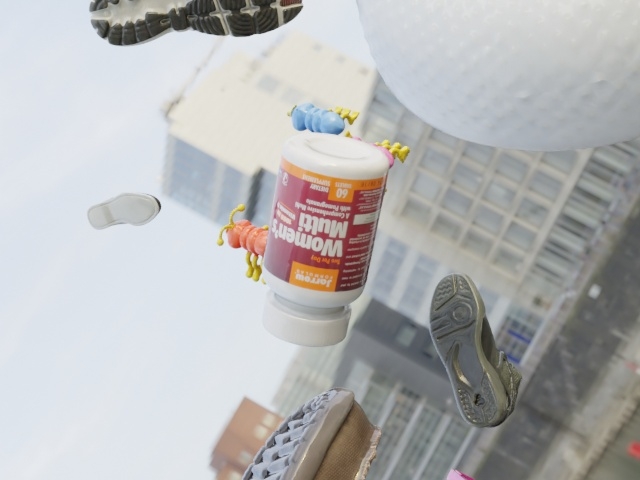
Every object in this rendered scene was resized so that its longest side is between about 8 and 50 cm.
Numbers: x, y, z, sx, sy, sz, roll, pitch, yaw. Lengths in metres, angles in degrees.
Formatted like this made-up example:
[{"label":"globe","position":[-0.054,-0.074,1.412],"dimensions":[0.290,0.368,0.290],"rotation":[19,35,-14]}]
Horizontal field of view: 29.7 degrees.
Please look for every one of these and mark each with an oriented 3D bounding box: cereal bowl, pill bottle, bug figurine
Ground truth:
[{"label":"cereal bowl","position":[0.175,-0.229,0.842],"dimensions":[0.339,0.339,0.141],"rotation":[-57,-39,-26]},{"label":"pill bottle","position":[0.000,0.000,1.357],"dimensions":[0.121,0.121,0.221],"rotation":[-40,-37,-65]},{"label":"bug figurine","position":[-0.008,-0.071,1.599],"dimensions":[0.072,0.216,0.279],"rotation":[45,-114,-49]}]

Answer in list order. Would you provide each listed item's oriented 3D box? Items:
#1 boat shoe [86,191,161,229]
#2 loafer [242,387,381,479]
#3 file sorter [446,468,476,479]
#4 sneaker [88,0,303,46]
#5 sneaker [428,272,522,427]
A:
[{"label":"boat shoe","position":[-0.244,-0.040,1.538],"dimensions":[0.125,0.046,0.038],"rotation":[-14,11,39]},{"label":"loafer","position":[-0.021,0.293,0.911],"dimensions":[0.134,0.130,0.366],"rotation":[154,137,-71]},{"label":"file sorter","position":[0.294,0.492,1.745],"dimensions":[0.182,0.290,0.202],"rotation":[-62,5,-4]},{"label":"sneaker","position":[-0.158,-0.318,1.556],"dimensions":[0.118,0.279,0.107],"rotation":[-79,-15,-70]},{"label":"sneaker","position":[0.226,0.162,1.755],"dimensions":[0.087,0.227,0.130],"rotation":[-23,-19,18]}]
